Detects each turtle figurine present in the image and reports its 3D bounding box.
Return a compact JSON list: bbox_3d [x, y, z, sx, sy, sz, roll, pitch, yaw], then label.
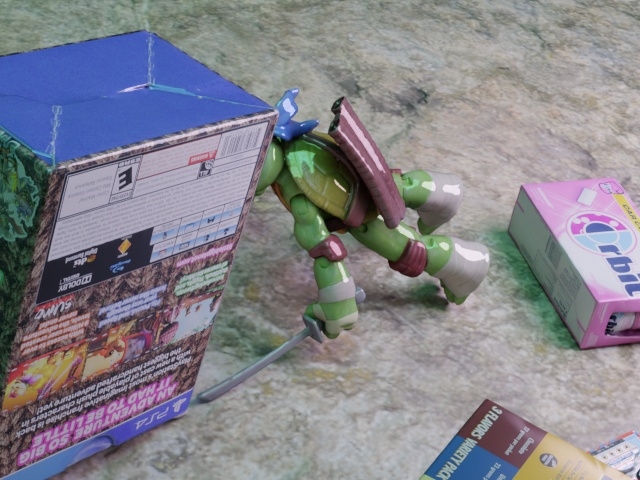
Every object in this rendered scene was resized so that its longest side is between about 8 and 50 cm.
[{"bbox_3d":[0.000,0.000,1.295,0.266,0.275,0.198,12,11,-31],"label":"turtle figurine"}]

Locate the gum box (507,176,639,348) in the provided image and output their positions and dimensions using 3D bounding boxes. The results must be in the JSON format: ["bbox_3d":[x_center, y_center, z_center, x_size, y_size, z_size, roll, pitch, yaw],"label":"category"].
[{"bbox_3d":[0.270,0.022,1.362,0.107,0.062,0.188,-5,41,-18],"label":"gum box"}]

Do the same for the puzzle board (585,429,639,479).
[{"bbox_3d":[0.249,0.209,1.170,0.128,0.011,0.096,-18,47,-32],"label":"puzzle board"}]

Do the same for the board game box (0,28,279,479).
[{"bbox_3d":[-0.189,0.016,1.046,0.141,0.291,0.232,34,31,26],"label":"board game box"}]

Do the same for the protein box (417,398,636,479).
[{"bbox_3d":[0.143,0.256,0.935,0.200,0.201,0.136,28,42,20],"label":"protein box"}]
